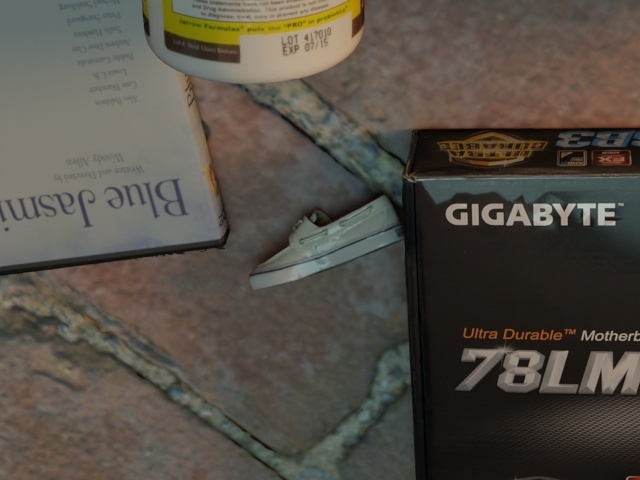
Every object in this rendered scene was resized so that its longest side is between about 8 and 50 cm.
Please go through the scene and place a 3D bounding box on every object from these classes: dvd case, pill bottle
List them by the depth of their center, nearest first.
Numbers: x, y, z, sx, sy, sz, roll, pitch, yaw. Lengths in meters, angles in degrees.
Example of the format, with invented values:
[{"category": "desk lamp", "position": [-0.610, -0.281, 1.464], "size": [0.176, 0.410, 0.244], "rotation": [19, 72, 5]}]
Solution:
[{"category": "pill bottle", "position": [-0.036, -0.196, 0.939], "size": [0.117, 0.117, 0.215], "rotation": [3, 119, 6]}, {"category": "dvd case", "position": [-0.167, -0.097, 1.066], "size": [0.180, 0.022, 0.253], "rotation": [-8, 118, 12]}]

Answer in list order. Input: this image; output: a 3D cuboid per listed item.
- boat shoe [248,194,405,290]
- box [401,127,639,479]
[{"category": "boat shoe", "position": [0.000, 0.000, 1.094], "size": [0.100, 0.035, 0.035], "rotation": [-21, 87, 22]}, {"category": "box", "position": [0.200, 0.077, 1.087], "size": [0.295, 0.073, 0.293], "rotation": [0, 120, 7]}]
